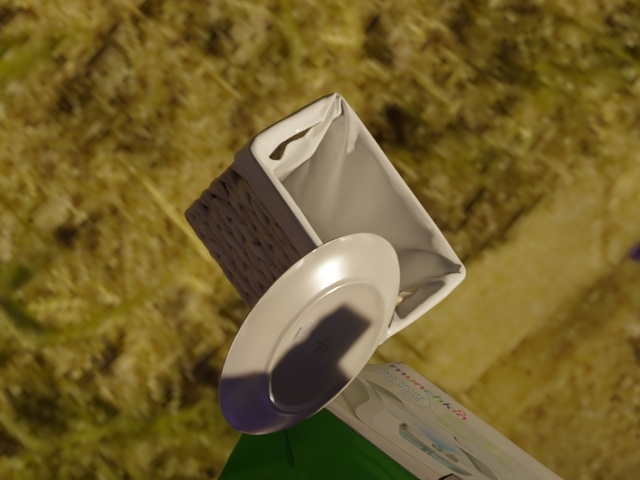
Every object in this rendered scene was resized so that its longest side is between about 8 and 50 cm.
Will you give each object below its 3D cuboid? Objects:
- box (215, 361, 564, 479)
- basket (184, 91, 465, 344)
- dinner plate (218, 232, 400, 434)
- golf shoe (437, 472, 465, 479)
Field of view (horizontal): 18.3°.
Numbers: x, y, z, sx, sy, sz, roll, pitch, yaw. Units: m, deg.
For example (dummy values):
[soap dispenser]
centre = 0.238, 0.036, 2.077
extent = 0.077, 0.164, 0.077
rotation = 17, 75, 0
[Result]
[box]
centre = 0.085, 0.225, 1.631
extent = 0.231, 0.262, 0.127
rotation = 2, 120, -60
[basket]
centre = 0.000, 0.000, 1.405
extent = 0.113, 0.167, 0.103
rotation = -34, 178, -45
[dinner plate]
centre = -0.001, 0.058, 1.150
extent = 0.141, 0.017, 0.141
rotation = -31, 142, -29
[golf shoe]
centre = 0.037, 0.228, 1.246
extent = 0.198, 0.094, 0.077
rotation = -38, 177, -8
